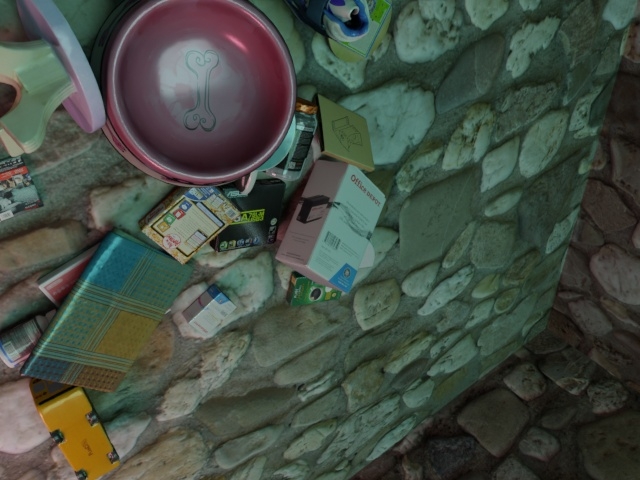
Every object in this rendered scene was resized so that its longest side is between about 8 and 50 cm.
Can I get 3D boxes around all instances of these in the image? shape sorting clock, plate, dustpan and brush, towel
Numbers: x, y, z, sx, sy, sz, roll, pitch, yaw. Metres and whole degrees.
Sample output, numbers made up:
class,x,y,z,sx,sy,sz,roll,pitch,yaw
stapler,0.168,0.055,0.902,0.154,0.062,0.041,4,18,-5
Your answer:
class,x,y,z,sx,sy,sz,roll,pitch,yaw
shape sorting clock,0.097,-0.543,1.324,0.206,0.040,0.206,-32,144,-27
plate,-0.136,-0.249,1.205,0.188,0.024,0.188,-19,121,-36
dustpan and brush,0.120,-0.003,1.741,0.147,0.060,0.211,-6,130,-24
towel,-0.488,0.172,1.264,0.370,0.040,0.271,-58,144,-6

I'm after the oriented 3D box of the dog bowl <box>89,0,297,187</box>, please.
class,x,y,z,sx,sy,sz,roll,pitch,yaw
dog bowl,-0.228,-0.290,1.029,0.408,0.150,0.408,-6,108,-19

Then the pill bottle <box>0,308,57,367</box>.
class,x,y,z,sx,sy,sz,roll,pitch,yaw
pill bottle,-0.642,0.215,1.201,0.137,0.078,0.078,-31,135,-21

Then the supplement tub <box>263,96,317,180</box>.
class,x,y,z,sx,sy,sz,roll,pitch,yaw
supplement tub,-0.078,-0.254,1.325,0.117,0.117,0.190,0,120,-42

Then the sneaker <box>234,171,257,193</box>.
class,x,y,z,sx,sy,sz,roll,pitch,yaw
sneaker,-0.224,-0.239,1.225,0.147,0.104,0.296,-15,122,-31

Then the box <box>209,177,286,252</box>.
class,x,y,z,sx,sy,sz,roll,pitch,yaw
box,-0.191,-0.068,1.417,0.190,0.045,0.184,-9,126,-37

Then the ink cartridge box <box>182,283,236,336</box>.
class,x,y,z,sx,sy,sz,roll,pitch,yaw
ink cartridge box,-0.310,0.196,1.500,0.122,0.052,0.088,-44,138,-9

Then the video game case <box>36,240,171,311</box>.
class,x,y,z,sx,sy,sz,roll,pitch,yaw
video game case,-0.510,0.136,1.300,0.204,0.025,0.285,-35,137,-17

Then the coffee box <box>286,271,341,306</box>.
class,x,y,z,sx,sy,sz,roll,pitch,yaw
coffee box,-0.013,0.145,1.715,0.184,0.040,0.113,-6,124,-28

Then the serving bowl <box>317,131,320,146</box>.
class,x,y,z,sx,sy,sz,roll,pitch,yaw
serving bowl,0.022,-0.287,1.456,0.083,0.027,0.083,-24,133,-28

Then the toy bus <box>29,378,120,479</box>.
class,x,y,z,sx,sy,sz,roll,pitch,yaw
toy bus,-0.620,0.477,1.373,0.108,0.130,0.333,-27,134,-26

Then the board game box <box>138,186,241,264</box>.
class,x,y,z,sx,sy,sz,roll,pitch,yaw
board game box,-0.310,-0.053,1.285,0.193,0.045,0.147,-40,130,1

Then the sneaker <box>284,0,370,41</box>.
class,x,y,z,sx,sy,sz,roll,pitch,yaw
sneaker,-0.020,-0.528,1.083,0.130,0.236,0.323,-53,139,4

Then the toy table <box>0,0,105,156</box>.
class,x,y,z,sx,sy,sz,roll,pitch,yaw
toy table,-0.481,-0.258,0.886,0.161,0.252,0.274,-39,150,-26

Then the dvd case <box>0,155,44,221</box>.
class,x,y,z,sx,sy,sz,roll,pitch,yaw
dvd case,-0.606,-0.102,1.048,0.087,0.013,0.119,-27,133,-25

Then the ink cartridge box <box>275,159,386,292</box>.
class,x,y,z,sx,sy,sz,roll,pitch,yaw
ink cartridge box,0.036,-0.039,1.508,0.223,0.129,0.307,36,73,-49

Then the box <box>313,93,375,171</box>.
class,x,y,z,sx,sy,sz,roll,pitch,yaw
box,0.065,-0.280,1.421,0.021,0.164,0.201,-23,156,38
